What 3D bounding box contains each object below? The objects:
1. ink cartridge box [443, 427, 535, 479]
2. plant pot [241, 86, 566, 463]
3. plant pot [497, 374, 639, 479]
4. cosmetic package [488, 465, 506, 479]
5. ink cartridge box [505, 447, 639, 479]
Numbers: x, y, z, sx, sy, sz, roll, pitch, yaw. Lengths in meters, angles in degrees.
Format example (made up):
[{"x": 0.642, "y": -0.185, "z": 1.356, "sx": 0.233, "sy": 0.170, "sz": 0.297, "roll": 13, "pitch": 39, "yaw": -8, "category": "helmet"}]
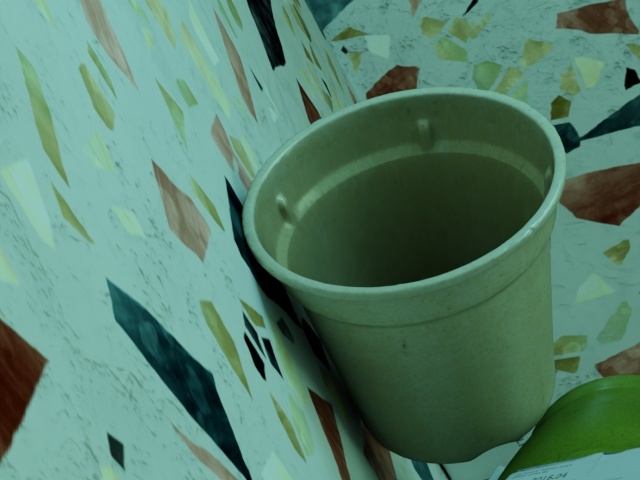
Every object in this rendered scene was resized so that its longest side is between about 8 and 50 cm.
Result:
[{"x": 0.176, "y": 0.113, "z": 2.415, "sx": 0.279, "sy": 0.160, "sz": 0.384, "roll": 59, "pitch": 10, "yaw": -33, "category": "ink cartridge box"}, {"x": 0.115, "y": 0.057, "z": 1.826, "sx": 0.334, "sy": 0.334, "sz": 0.305, "roll": -104, "pitch": 178, "yaw": -53, "category": "plant pot"}, {"x": 0.318, "y": 0.318, "z": 1.784, "sx": 0.366, "sy": 0.366, "sz": 0.353, "roll": 63, "pitch": 19, "yaw": -14, "category": "plant pot"}, {"x": 0.282, "y": 0.377, "z": 2.078, "sx": 0.231, "sy": 0.117, "sz": 0.085, "roll": 28, "pitch": -15, "yaw": 39, "category": "cosmetic package"}, {"x": 0.218, "y": 0.271, "z": 1.283, "sx": 0.395, "sy": 0.270, "sz": 0.151, "roll": -37, "pitch": 105, "yaw": -50, "category": "ink cartridge box"}]
